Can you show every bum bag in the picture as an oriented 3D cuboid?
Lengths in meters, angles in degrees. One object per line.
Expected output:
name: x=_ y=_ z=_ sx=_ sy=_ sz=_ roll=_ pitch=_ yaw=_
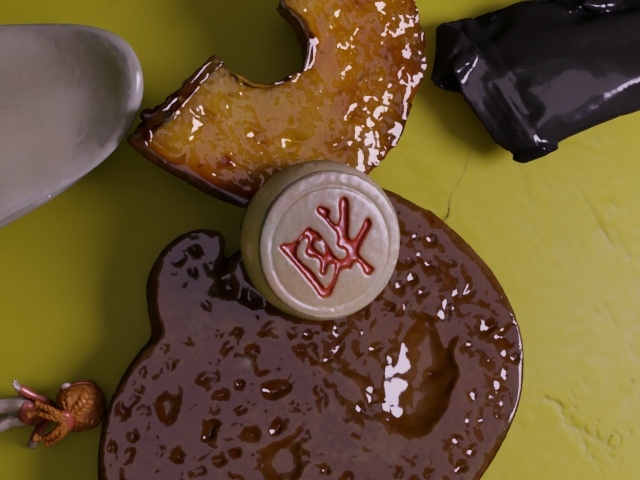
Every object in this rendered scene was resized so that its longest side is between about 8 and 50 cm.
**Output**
bum bag: x=0.255 y=-0.159 z=0.881 sx=0.326 sy=0.079 sz=0.142 roll=-16 pitch=78 yaw=-4

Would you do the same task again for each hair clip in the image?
hair clip: x=-0.270 y=-0.078 z=0.800 sx=0.282 sy=0.113 sz=0.172 roll=-19 pitch=86 yaw=-6

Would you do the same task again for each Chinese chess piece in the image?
Chinese chess piece: x=0.000 y=0.000 z=0.776 sx=0.122 sy=0.051 sz=0.122 roll=-3 pitch=99 yaw=-17

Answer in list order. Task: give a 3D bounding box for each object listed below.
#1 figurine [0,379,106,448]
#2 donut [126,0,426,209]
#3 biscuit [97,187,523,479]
figurine: x=-0.226 y=0.139 z=0.818 sx=0.109 sy=0.047 sz=0.064 roll=-7 pitch=113 yaw=0
donut: x=-0.016 y=-0.110 z=0.828 sx=0.259 sy=0.101 sz=0.152 roll=-43 pitch=100 yaw=-13
biscuit: x=-0.020 y=0.122 z=0.830 sx=0.314 sy=0.063 sz=0.367 roll=44 pitch=81 yaw=4
